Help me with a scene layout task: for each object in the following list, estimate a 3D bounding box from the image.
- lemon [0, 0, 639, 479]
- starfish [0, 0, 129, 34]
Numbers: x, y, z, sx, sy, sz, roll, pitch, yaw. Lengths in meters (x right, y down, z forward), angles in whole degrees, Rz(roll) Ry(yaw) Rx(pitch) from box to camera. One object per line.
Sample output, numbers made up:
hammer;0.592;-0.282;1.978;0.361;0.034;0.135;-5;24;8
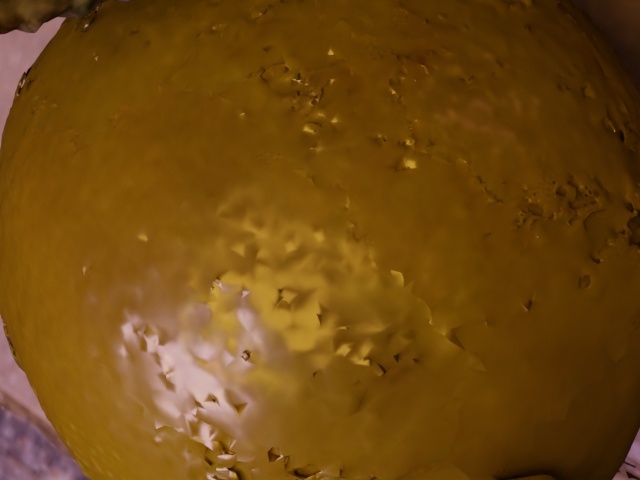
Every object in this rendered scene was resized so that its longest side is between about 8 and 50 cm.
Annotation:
lemon;0.000;0.000;0.508;0.206;0.173;0.173;29;110;30
starfish;0.002;-0.172;0.495;0.347;0.078;0.358;-12;56;5
